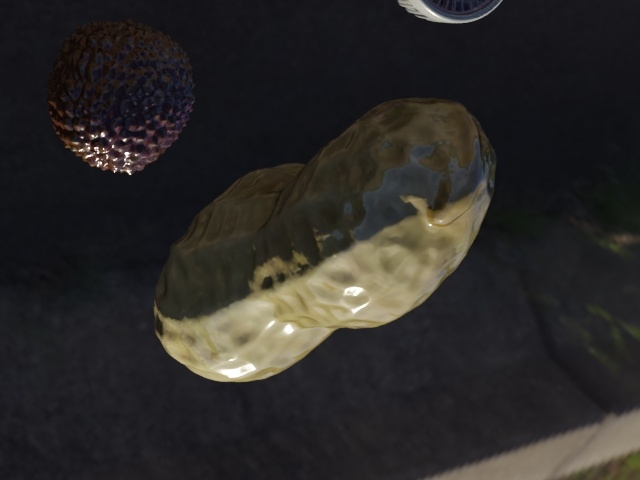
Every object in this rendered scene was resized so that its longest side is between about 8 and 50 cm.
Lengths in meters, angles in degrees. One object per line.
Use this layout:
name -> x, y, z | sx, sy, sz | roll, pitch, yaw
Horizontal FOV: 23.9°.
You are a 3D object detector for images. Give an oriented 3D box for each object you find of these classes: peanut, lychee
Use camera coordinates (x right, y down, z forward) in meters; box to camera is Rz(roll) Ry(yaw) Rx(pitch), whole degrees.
peanut -> 0.000, 0.000, 0.960 | 0.120, 0.136, 0.298 | 14, 152, -36
lychee -> -0.238, -0.168, 1.819 | 0.188, 0.188, 0.188 | -33, 147, -24

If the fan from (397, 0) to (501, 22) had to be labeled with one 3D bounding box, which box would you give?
fan -> 0.078, -0.295, 1.372 | 0.244, 0.074, 0.130 | 35, 81, -30
